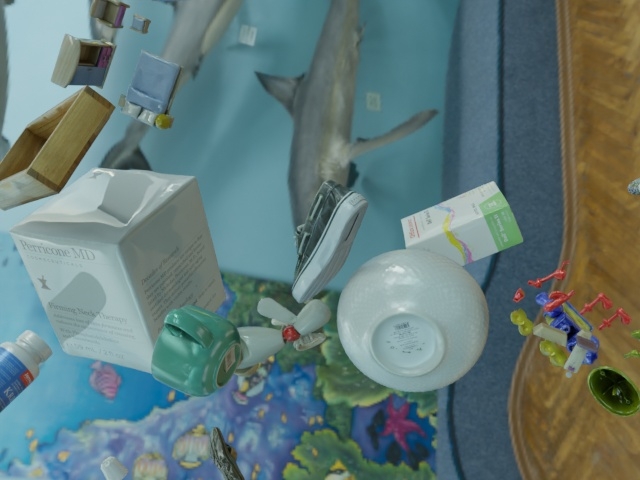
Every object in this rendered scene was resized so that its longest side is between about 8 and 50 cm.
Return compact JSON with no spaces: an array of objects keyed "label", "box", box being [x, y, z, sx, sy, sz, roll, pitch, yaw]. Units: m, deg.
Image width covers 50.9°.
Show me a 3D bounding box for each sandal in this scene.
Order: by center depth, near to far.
[{"label":"sandal","box":[-0.290,0.694,2.141,0.219,0.060,0.090,49,123,31]}]

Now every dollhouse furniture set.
[{"label":"dollhouse furniture set","box":[0.455,0.205,1.296,0.091,0.114,0.081,-46,-24,-67]},{"label":"dollhouse furniture set","box":[-0.521,-0.480,1.846,0.286,0.304,0.198,-65,-5,16]}]

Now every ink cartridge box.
[{"label":"ink cartridge box","box":[0.339,-0.015,1.821,0.207,0.354,0.119,-85,-30,-67]}]

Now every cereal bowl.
[{"label":"cereal bowl","box":[0.195,0.196,1.474,0.141,0.339,0.338,-60,-12,-64]}]

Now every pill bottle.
[{"label":"pill bottle","box":[-0.778,0.329,1.660,0.221,0.124,0.124,-50,-5,-34]}]

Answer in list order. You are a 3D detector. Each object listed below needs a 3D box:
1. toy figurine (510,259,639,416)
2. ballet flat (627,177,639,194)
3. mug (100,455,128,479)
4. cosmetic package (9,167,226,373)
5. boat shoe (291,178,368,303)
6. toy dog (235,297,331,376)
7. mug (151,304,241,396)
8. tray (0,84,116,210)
[{"label":"toy figurine","box":[0.618,0.204,1.561,0.191,0.362,0.217,-48,-8,18]},{"label":"ballet flat","box":[0.718,-0.120,1.441,0.114,0.041,0.041,-12,59,29]},{"label":"mug","box":[-0.590,0.646,1.900,0.078,0.064,0.062,-23,14,46]},{"label":"cosmetic package","box":[-0.487,0.066,1.700,0.327,0.330,0.393,-54,-37,-48]},{"label":"boat shoe","box":[0.000,0.000,1.543,0.121,0.119,0.335,-24,-31,-49]},{"label":"toy dog","box":[-0.151,0.229,1.779,0.160,0.334,0.220,61,163,22]},{"label":"mug","box":[-0.185,0.173,1.022,0.158,0.098,0.129,17,-87,-74]},{"label":"tray","box":[-0.572,-0.175,1.383,0.411,0.076,0.202,-5,54,53]}]
